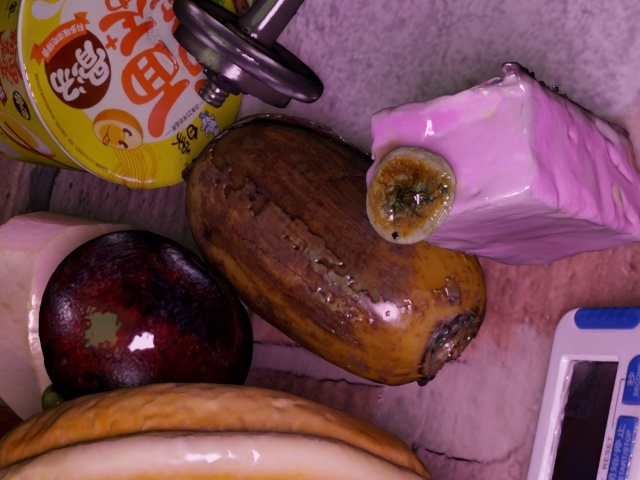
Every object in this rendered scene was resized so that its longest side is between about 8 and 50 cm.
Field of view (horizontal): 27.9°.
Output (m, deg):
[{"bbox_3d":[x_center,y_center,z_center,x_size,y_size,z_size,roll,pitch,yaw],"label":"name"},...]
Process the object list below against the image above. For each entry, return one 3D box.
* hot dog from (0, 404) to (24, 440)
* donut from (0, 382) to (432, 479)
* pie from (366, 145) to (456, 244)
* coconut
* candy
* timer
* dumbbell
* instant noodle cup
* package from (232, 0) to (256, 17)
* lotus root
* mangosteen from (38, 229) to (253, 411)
[{"bbox_3d":[-0.404,0.361,1.425,0.365,0.196,0.367,-47,41,-12],"label":"hot dog"},{"bbox_3d":[-0.088,0.260,1.121,0.449,0.449,0.198,-19,56,31],"label":"donut"},{"bbox_3d":[0.070,-0.036,1.013,0.084,0.021,0.084,-10,74,36],"label":"pie"},{"bbox_3d":[-0.269,0.087,1.424,0.259,0.259,0.259,-10,73,34],"label":"coconut"},{"bbox_3d":[0.168,-0.054,1.125,0.155,0.265,0.116,-16,73,32],"label":"candy"},{"bbox_3d":[0.250,0.183,1.086,0.178,0.078,0.253,171,114,-69],"label":"timer"},{"bbox_3d":[-0.038,-0.264,1.372,0.192,0.192,0.290,45,105,35],"label":"dumbbell"},{"bbox_3d":[-0.271,-0.209,1.476,0.221,0.311,0.311,0,78,45],"label":"instant noodle cup"},{"bbox_3d":[-0.100,-0.351,1.541,0.171,0.027,0.173,46,110,34],"label":"package"},{"bbox_3d":[0.000,0.000,1.279,0.397,0.196,0.179,37,137,33],"label":"lotus root"},{"bbox_3d":[-0.178,0.098,1.224,0.216,0.216,0.216,-10,73,34],"label":"mangosteen"}]
